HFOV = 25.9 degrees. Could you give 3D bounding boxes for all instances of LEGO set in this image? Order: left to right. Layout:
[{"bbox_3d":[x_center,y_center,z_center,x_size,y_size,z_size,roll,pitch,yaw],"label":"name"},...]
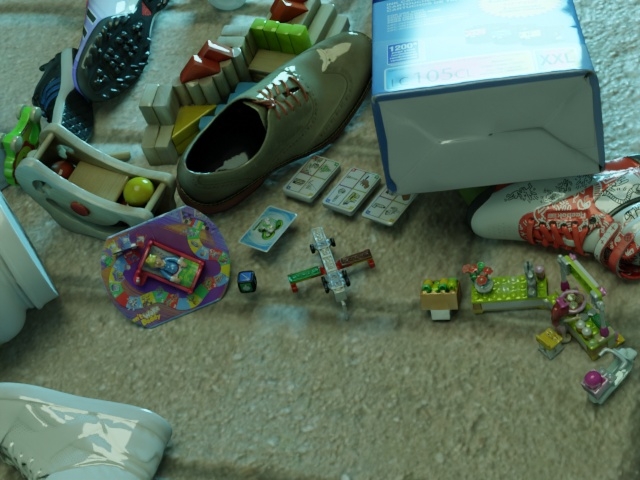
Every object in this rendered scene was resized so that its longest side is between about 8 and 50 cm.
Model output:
[{"bbox_3d":[0.000,0.000,1.831,0.182,0.060,0.244,18,53,30],"label":"LEGO set"},{"bbox_3d":[0.251,0.069,1.658,0.287,0.107,0.132,28,66,31],"label":"LEGO set"}]

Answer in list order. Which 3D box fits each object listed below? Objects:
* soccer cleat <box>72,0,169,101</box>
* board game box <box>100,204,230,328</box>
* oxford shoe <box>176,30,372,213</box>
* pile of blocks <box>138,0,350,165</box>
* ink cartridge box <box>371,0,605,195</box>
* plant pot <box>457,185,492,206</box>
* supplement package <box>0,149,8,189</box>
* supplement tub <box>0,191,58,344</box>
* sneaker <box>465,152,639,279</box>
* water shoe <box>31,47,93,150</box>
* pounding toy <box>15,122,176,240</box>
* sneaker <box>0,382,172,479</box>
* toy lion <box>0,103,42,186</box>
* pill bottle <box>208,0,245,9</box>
[{"bbox_3d":[-0.317,-0.332,2.124,0.116,0.108,0.318,-4,52,32],"label":"soccer cleat"},{"bbox_3d":[-0.201,0.037,1.803,0.168,0.033,0.133,-22,96,0],"label":"board game box"},{"bbox_3d":[-0.050,-0.171,1.885,0.123,0.130,0.348,44,78,9],"label":"oxford shoe"},{"bbox_3d":[-0.112,-0.244,1.985,0.362,0.112,0.149,-42,55,-15],"label":"pile of blocks"},{"bbox_3d":[0.203,-0.228,1.802,0.270,0.151,0.395,-6,30,6],"label":"ink cartridge box"},{"bbox_3d":[0.208,-0.075,1.800,0.083,0.083,0.079,-21,63,0],"label":"plant pot"},{"bbox_3d":[-0.584,-0.178,1.956,0.177,0.293,0.175,-35,53,-9],"label":"supplement package"},{"bbox_3d":[-0.529,0.069,1.797,0.325,0.235,0.235,-30,53,-7],"label":"supplement tub"},{"bbox_3d":[0.321,-0.017,1.711,0.270,0.090,0.145,-12,50,4],"label":"sneaker"},{"bbox_3d":[-0.386,-0.198,2.067,0.080,0.073,0.203,-23,43,21],"label":"water shoe"},{"bbox_3d":[-0.309,-0.105,1.913,0.269,0.154,0.155,15,61,24],"label":"pounding toy"},{"bbox_3d":[-0.342,0.273,1.678,0.292,0.108,0.169,5,53,17],"label":"sneaker"},{"bbox_3d":[-0.429,-0.132,2.004,0.034,0.096,0.100,12,51,15],"label":"toy lion"},{"bbox_3d":[-0.143,-0.417,2.149,0.065,0.065,0.116,-7,53,11],"label":"pill bottle"}]
